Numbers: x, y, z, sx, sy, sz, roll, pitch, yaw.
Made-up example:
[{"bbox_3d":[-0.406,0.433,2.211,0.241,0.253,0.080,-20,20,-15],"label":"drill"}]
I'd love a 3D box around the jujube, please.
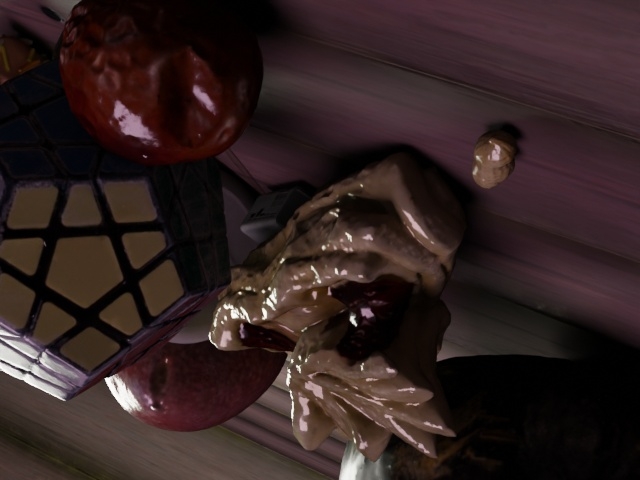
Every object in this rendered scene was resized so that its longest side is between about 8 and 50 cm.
[{"bbox_3d":[-0.144,-0.152,1.390,0.168,0.168,0.236,38,180,-30],"label":"jujube"}]

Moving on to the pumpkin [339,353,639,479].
[{"bbox_3d":[0.234,0.301,1.803,0.454,0.344,0.454,7,165,2],"label":"pumpkin"}]

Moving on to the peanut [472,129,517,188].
[{"bbox_3d":[0.143,-0.068,1.343,0.037,0.037,0.083,27,167,8],"label":"peanut"}]

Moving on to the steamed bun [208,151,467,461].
[{"bbox_3d":[0.031,0.096,1.637,0.247,0.189,0.428,33,152,-14],"label":"steamed bun"}]

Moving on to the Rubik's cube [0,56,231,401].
[{"bbox_3d":[-0.238,-0.009,1.519,0.319,0.319,0.264,25,133,16],"label":"Rubik's cube"}]

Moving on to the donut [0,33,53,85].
[{"bbox_3d":[-0.374,-0.181,1.846,0.233,0.085,0.199,19,162,34],"label":"donut"}]

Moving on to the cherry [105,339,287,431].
[{"bbox_3d":[-0.169,0.128,2.137,0.261,0.307,0.221,10,132,8],"label":"cherry"}]

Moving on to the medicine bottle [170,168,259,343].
[{"bbox_3d":[-0.237,0.000,1.953,0.208,0.208,0.339,39,162,-33],"label":"medicine bottle"}]

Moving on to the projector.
[{"bbox_3d":[0.000,0.000,1.793,0.147,0.061,0.115,34,166,-18],"label":"projector"}]

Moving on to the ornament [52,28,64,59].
[{"bbox_3d":[-0.178,-0.161,1.572,0.156,0.075,0.081,35,-179,-25],"label":"ornament"}]
